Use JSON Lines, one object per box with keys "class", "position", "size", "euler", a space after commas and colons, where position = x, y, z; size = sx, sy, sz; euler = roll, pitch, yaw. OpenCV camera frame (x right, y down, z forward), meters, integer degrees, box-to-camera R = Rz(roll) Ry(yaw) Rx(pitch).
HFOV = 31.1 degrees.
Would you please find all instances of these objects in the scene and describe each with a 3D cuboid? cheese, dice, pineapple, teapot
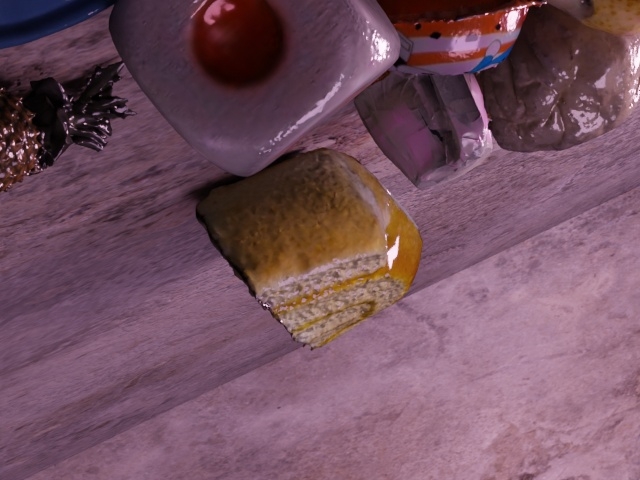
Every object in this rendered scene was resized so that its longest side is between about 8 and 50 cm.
{"class": "cheese", "position": [0.082, -0.240, 1.240], "size": [0.329, 0.129, 0.217], "euler": [-11, -165, -12]}
{"class": "dice", "position": [-0.055, -0.182, 1.016], "size": [0.193, 0.194, 0.192], "euler": [-39, -178, 15]}
{"class": "pineapple", "position": [-0.288, -0.109, 1.120], "size": [0.251, 0.125, 0.125], "euler": [-27, 169, -49]}
{"class": "teapot", "position": [0.166, -0.170, 1.540], "size": [0.163, 0.178, 0.221], "euler": [-20, 168, -37]}

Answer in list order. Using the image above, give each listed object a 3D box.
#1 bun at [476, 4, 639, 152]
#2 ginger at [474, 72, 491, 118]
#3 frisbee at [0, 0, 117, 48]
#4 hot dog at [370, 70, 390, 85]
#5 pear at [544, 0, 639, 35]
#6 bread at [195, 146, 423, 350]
{"class": "bun", "position": [0.287, -0.256, 1.405], "size": [0.281, 0.281, 0.205], "euler": [-35, 130, 22]}
{"class": "ginger", "position": [0.327, -0.249, 1.685], "size": [0.219, 0.123, 0.270], "euler": [-2, -159, 34]}
{"class": "frisbee", "position": [-0.200, -0.249, 0.885], "size": [0.289, 0.049, 0.289], "euler": [-32, 172, -5]}
{"class": "hot dog", "position": [0.063, -0.234, 1.390], "size": [0.147, 0.065, 0.099], "euler": [-9, 149, -47]}
{"class": "pear", "position": [0.316, -0.336, 1.157], "size": [0.271, 0.271, 0.271], "euler": [-27, 165, -8]}
{"class": "bread", "position": [0.002, -0.004, 1.732], "size": [0.264, 0.239, 0.395], "euler": [-33, 164, 0]}
